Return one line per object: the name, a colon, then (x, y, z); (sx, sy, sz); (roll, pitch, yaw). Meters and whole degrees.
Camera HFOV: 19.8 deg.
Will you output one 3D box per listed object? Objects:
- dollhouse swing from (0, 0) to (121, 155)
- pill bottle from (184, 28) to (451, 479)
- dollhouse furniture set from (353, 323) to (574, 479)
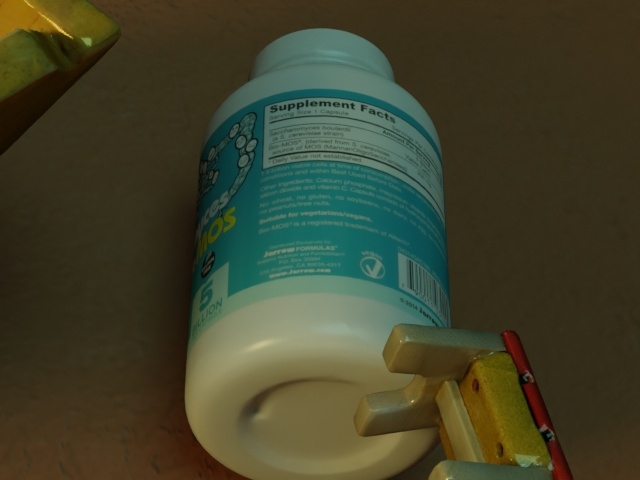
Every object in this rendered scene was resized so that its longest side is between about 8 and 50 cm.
dollhouse swing: (-0.358, -0.095, 0.897); (0.347, 0.315, 0.305); (-37, 92, -40)
pill bottle: (0.000, 0.000, 1.051); (0.146, 0.146, 0.264); (12, 47, -13)
dollhouse furniture set: (0.115, 0.244, 0.859); (0.152, 0.201, 0.374); (3, 46, -21)
